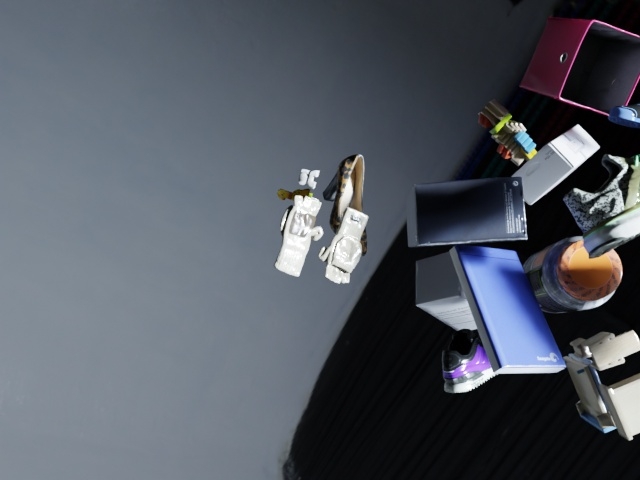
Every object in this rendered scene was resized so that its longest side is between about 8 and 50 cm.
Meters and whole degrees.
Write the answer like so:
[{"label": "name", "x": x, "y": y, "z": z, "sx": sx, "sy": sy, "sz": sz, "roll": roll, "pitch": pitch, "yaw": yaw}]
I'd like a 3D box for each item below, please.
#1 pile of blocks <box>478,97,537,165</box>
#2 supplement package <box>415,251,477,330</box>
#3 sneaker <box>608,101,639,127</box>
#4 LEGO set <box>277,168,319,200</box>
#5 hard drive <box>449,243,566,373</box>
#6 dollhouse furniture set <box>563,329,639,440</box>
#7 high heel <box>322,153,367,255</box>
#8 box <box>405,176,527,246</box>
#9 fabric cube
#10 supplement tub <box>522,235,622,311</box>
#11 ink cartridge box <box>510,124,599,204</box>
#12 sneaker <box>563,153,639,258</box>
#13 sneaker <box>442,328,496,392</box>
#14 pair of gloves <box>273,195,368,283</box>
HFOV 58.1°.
[{"label": "pile of blocks", "x": 0.751, "y": -0.404, "z": 2.303, "sx": 0.362, "sy": 0.113, "sz": 0.149, "roll": 41, "pitch": 5, "yaw": -21}, {"label": "supplement package", "x": 0.484, "y": 0.182, "z": 2.022, "sx": 0.293, "sy": 0.175, "sz": 0.178, "roll": 32, "pitch": 52, "yaw": -38}, {"label": "sneaker", "x": 0.862, "y": -0.339, "z": 1.500, "sx": 0.232, "sy": 0.091, "sz": 0.081, "roll": 6, "pitch": 6, "yaw": -11}, {"label": "LEGO set", "x": -0.086, "y": -0.116, "z": 1.764, "sx": 0.093, "sy": 0.227, "sz": 0.087, "roll": 19, "pitch": 16, "yaw": 8}, {"label": "hard drive", "x": 0.446, "y": 0.160, "z": 1.384, "sx": 0.210, "sy": 0.040, "sz": 0.319, "roll": 7, "pitch": 54, "yaw": -29}, {"label": "dollhouse furniture set", "x": 0.802, "y": 0.352, "z": 1.571, "sx": 0.303, "sy": 0.198, "sz": 0.286, "roll": 141, "pitch": -74, "yaw": -88}, {"label": "high heel", "x": 0.099, "y": -0.103, "z": 1.599, "sx": 0.093, "sy": 0.186, "sz": 0.261, "roll": -1, "pitch": 53, "yaw": -36}, {"label": "box", "x": 0.407, "y": -0.076, "z": 1.674, "sx": 0.293, "sy": 0.183, "sz": 0.296, "roll": -5, "pitch": -2, "yaw": 3}, {"label": "fabric cube", "x": 0.881, "y": -0.585, "z": 1.933, "sx": 0.259, "sy": 0.254, "sz": 0.258, "roll": 13, "pitch": 20, "yaw": -16}, {"label": "supplement tub", "x": 0.678, "y": 0.097, "z": 1.571, "sx": 0.193, "sy": 0.194, "sz": 0.316, "roll": 33, "pitch": -5, "yaw": 9}, {"label": "ink cartridge box", "x": 0.789, "y": -0.257, "z": 1.950, "sx": 0.117, "sy": 0.207, "sz": 0.283, "roll": 50, "pitch": 45, "yaw": 11}, {"label": "sneaker", "x": 0.706, "y": -0.136, "z": 1.248, "sx": 0.182, "sy": 0.410, "sz": 0.158, "roll": 57, "pitch": -10, "yaw": 12}, {"label": "sneaker", "x": 0.440, "y": 0.312, "z": 1.627, "sx": 0.102, "sy": 0.146, "sz": 0.293, "roll": -14, "pitch": 1, "yaw": 45}, {"label": "pair of gloves", "x": 0.000, "y": 0.000, "z": 1.480, "sx": 0.240, "sy": 0.204, "sz": 0.042, "roll": 13, "pitch": -3, "yaw": -28}]
